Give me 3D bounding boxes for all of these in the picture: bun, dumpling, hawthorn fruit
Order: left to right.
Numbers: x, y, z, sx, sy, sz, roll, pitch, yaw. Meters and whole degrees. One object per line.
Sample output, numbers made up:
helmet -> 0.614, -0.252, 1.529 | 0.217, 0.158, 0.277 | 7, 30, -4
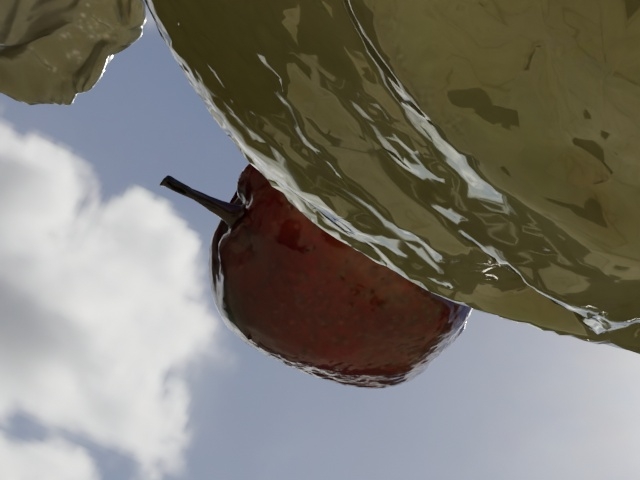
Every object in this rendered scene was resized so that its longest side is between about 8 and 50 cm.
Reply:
dumpling -> -0.219, -0.187, 1.375 | 0.258, 0.147, 0.193 | -6, -63, 44
hawthorn fruit -> 0.000, 0.000, 1.085 | 0.194, 0.157, 0.157 | 17, -28, -16
bun -> 0.123, -0.067, 0.535 | 0.364, 0.202, 0.364 | 5, -17, 1
